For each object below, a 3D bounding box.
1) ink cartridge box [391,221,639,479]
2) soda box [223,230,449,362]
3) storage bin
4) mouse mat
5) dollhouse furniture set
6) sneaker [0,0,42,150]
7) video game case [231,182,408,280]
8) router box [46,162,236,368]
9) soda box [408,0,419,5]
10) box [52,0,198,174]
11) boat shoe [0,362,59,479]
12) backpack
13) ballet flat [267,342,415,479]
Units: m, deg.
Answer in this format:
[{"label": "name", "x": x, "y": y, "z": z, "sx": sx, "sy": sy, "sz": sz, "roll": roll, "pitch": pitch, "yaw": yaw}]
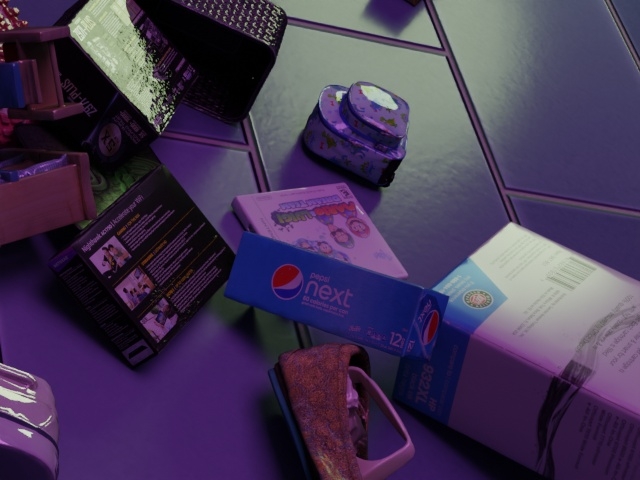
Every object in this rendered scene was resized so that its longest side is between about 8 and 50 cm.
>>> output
[{"label": "ink cartridge box", "x": 0.264, "y": 0.131, "z": 1.793, "sx": 0.307, "sy": 0.129, "sz": 0.223, "roll": 26, "pitch": 34, "yaw": 22}, {"label": "soda box", "x": 0.015, "y": 0.055, "z": 1.736, "sx": 0.210, "sy": 0.071, "sz": 0.067, "roll": 17, "pitch": 0, "yaw": 27}, {"label": "storage bin", "x": -0.141, "y": -0.227, "z": 1.983, "sx": 0.180, "sy": 0.122, "sz": 0.084, "roll": 25, "pitch": 39, "yaw": -8}, {"label": "mouse mat", "x": -0.214, "y": -0.062, "z": 1.814, "sx": 0.189, "sy": 0.007, "sz": 0.153, "roll": 1, "pitch": 47, "yaw": -52}, {"label": "dollhouse furniture set", "x": -0.310, "y": -0.099, "z": 1.658, "sx": 0.129, "sy": 0.184, "sz": 0.129, "roll": 5, "pitch": 18, "yaw": 42}, {"label": "sneaker", "x": -0.377, "y": -0.221, "z": 1.839, "sx": 0.121, "sy": 0.112, "sz": 0.299, "roll": 4, "pitch": 58, "yaw": -60}, {"label": "video game case", "x": 0.000, "y": 0.000, "z": 1.912, "sx": 0.157, "sy": 0.019, "sz": 0.143, "roll": -8, "pitch": 53, "yaw": -39}, {"label": "router box", "x": -0.167, "y": 0.022, "z": 1.724, "sx": 0.133, "sy": 0.046, "sz": 0.179, "roll": 52, "pitch": 38, "yaw": -8}, {"label": "soda box", "x": 0.149, "y": -0.387, "z": 2.395, "sx": 0.061, "sy": 0.058, "sz": 0.181, "roll": 35, "pitch": 39, "yaw": 4}, {"label": "box", "x": -0.220, "y": -0.176, "z": 1.851, "sx": 0.147, "sy": 0.077, "sz": 0.180, "roll": 49, "pitch": 25, "yaw": -15}, {"label": "boat shoe", "x": -0.384, "y": 0.099, "z": 1.464, "sx": 0.367, "sy": 0.136, "sz": 0.156, "roll": 19, "pitch": 40, "yaw": -20}, {"label": "backpack", "x": 0.045, "y": -0.132, "z": 2.032, "sx": 0.114, "sy": 0.084, "sz": 0.105, "roll": 22, "pitch": 37, "yaw": -7}, {"label": "ballet flat", "x": 0.038, "y": 0.227, "z": 1.601, "sx": 0.123, "sy": 0.123, "sz": 0.348, "roll": 10, "pitch": 40, "yaw": -25}]
